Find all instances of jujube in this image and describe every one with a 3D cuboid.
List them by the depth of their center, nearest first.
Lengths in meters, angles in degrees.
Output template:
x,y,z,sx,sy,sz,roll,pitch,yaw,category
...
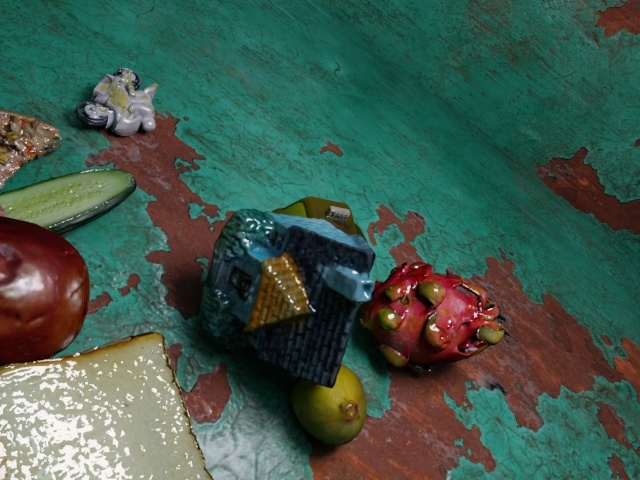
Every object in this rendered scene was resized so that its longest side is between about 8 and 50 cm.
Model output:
x,y,z,sx,sy,sz,roll,pitch,yaw,category
-0.465,0.064,0.555,0.318,0.223,0.223,7,50,-16,jujube

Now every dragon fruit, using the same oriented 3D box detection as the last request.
x,y,z,sx,sy,sz,roll,pitch,yaw,category
0.240,0.154,0.953,0.307,0.227,0.243,-24,99,-14,dragon fruit

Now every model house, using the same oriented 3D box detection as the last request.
x,y,z,sx,sy,sz,roll,pitch,yaw,category
-0.039,0.107,0.722,0.226,0.261,0.241,6,14,-38,model house

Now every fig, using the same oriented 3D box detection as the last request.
x,y,z,sx,sy,sz,roll,pitch,yaw,category
0.018,0.284,0.782,0.136,0.120,0.153,-3,33,-31,fig

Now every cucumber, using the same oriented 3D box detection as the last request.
x,y,z,sx,sy,sz,roll,pitch,yaw,category
-0.435,-0.062,0.789,0.115,0.063,0.244,37,41,17,cucumber

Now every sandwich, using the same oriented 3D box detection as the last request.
x,y,z,sx,sy,sz,roll,pitch,yaw,category
-0.266,0.278,0.532,0.271,0.099,0.301,-1,59,-57,sandwich

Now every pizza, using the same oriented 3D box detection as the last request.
x,y,z,sx,sy,sz,roll,pitch,yaw,category
-0.572,-0.168,0.795,0.185,0.052,0.195,6,52,-28,pizza

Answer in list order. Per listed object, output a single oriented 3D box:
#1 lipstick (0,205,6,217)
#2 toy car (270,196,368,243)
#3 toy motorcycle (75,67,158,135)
x,y,z,sx,sy,sz,roll,pitch,yaw,category
-0.540,-0.065,0.688,0.145,0.045,0.045,36,5,30,lipstick
0.000,0.000,0.947,0.248,0.198,0.204,10,48,-31,toy car
-0.432,-0.303,0.995,0.151,0.074,0.228,29,41,-16,toy motorcycle
